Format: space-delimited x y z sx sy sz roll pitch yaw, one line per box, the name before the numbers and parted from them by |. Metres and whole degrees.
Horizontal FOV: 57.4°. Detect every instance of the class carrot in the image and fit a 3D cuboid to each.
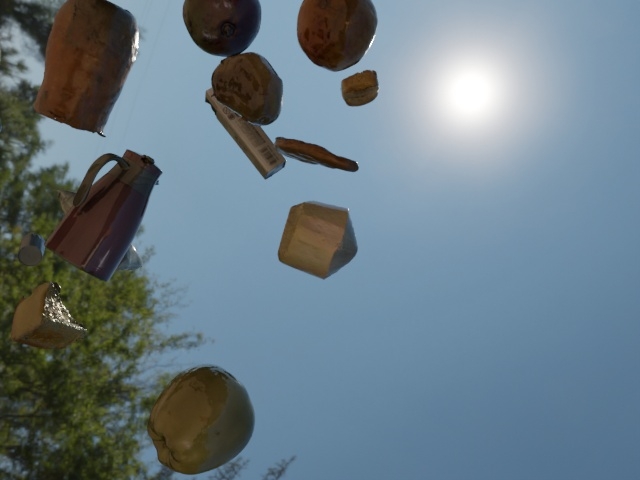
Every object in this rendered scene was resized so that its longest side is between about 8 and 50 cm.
carrot | -0.626 -0.478 1.577 0.224 0.224 0.341 33 -75 52

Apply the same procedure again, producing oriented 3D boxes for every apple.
apple | -0.213 0.320 1.060 0.200 0.200 0.200 -21 -118 47

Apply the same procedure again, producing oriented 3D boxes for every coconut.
coconut | 0.000 0.000 1.852 0.239 0.244 0.239 -164 -90 -89

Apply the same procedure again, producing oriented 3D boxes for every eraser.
eraser | -0.295 -0.425 2.268 0.404 0.098 0.096 52 -20 6

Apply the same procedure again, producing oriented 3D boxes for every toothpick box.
toothpick box | -0.646 0.021 1.309 0.052 0.052 0.083 -67 -154 11

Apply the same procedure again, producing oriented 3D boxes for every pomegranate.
pomegranate | -0.156 -0.377 0.969 0.129 0.129 0.159 -42 -162 36
pomegranate | 0.049 -0.607 1.662 0.248 0.248 0.249 -21 -118 47

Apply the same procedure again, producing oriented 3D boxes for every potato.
potato | -0.140 -0.307 1.182 0.176 0.137 0.137 39 -68 23

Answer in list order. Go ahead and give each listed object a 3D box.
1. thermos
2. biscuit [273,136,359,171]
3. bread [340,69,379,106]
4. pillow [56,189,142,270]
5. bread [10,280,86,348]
thermos | -0.439 -0.067 1.210 0.145 0.176 0.265 27 -98 24
biscuit | -0.029 -0.224 1.502 0.299 0.154 0.045 26 -83 62
bread | 0.124 -0.469 1.829 0.125 0.082 0.106 -13 -132 11
pillow | -0.561 -0.026 1.500 0.078 0.144 0.254 -40 -94 13
bread | -0.759 0.211 1.632 0.140 0.169 0.160 -32 -121 10
